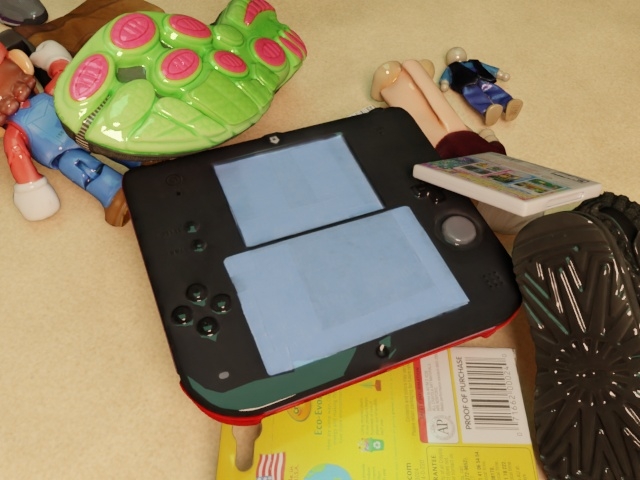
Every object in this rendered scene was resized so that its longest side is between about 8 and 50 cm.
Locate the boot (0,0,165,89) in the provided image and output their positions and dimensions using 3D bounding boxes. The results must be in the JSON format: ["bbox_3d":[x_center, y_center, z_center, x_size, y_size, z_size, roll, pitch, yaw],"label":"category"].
[{"bbox_3d":[-0.370,-0.327,1.035,0.264,0.096,0.280,24,48,23],"label":"boot"}]

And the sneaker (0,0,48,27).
[{"bbox_3d":[-0.587,-0.469,1.099,0.223,0.098,0.083,36,59,22],"label":"sneaker"}]

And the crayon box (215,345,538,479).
[{"bbox_3d":[0.055,0.213,0.639,0.318,0.081,0.202,3,53,-2],"label":"crayon box"}]

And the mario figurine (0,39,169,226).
[{"bbox_3d":[-0.376,-0.153,0.841,0.320,0.170,0.198,34,31,-7],"label":"mario figurine"}]

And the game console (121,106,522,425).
[{"bbox_3d":[0.000,0.000,0.689,0.386,0.060,0.342,-16,62,-17],"label":"game console"}]

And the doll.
[{"bbox_3d":[0.269,-0.270,1.033,0.129,0.046,0.189,-16,50,-12],"label":"doll"}]

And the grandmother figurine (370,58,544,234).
[{"bbox_3d":[0.199,-0.141,0.898,0.207,0.104,0.342,-18,56,-23],"label":"grandmother figurine"}]

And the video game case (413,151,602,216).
[{"bbox_3d":[0.211,-0.069,0.691,0.143,0.019,0.157,-14,28,-35],"label":"video game case"}]

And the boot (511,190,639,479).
[{"bbox_3d":[0.340,0.115,0.696,0.131,0.348,0.260,-8,0,36],"label":"boot"}]

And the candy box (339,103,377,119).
[{"bbox_3d":[0.011,-0.106,0.857,0.186,0.109,0.053,-30,62,-23],"label":"candy box"}]

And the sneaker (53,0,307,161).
[{"bbox_3d":[-0.163,-0.191,0.805,0.185,0.202,0.483,45,31,-3],"label":"sneaker"}]
